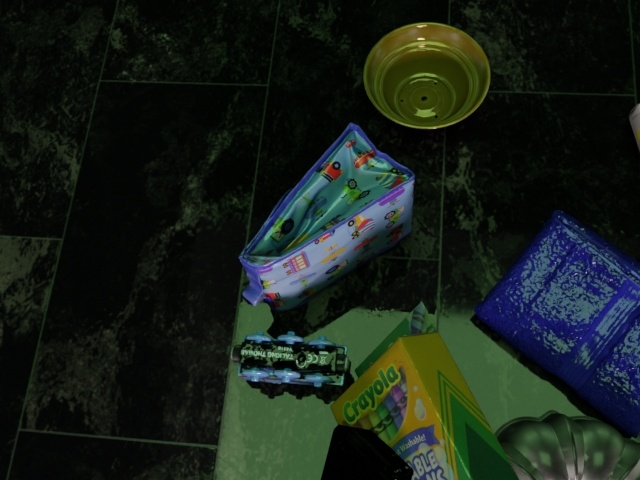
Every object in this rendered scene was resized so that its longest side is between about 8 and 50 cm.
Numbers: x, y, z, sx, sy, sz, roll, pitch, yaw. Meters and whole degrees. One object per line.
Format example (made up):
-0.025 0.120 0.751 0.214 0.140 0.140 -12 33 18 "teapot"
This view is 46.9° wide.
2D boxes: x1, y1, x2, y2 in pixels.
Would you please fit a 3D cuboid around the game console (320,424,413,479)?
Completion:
0.115 0.412 0.944 0.044 0.213 0.361 -5 26 -38 "game console"

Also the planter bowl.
0.186 -0.272 1.310 0.217 0.090 0.217 -2 68 4 "planter bowl"

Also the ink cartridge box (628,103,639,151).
0.702 -0.106 1.203 0.304 0.072 0.307 -11 79 1 "ink cartridge box"

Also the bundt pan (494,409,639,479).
0.349 0.392 1.019 0.331 0.124 0.330 -2 68 6 "bundt pan"

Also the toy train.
-0.045 0.187 1.146 0.184 0.105 0.080 3 73 8 "toy train"

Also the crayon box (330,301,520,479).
0.131 0.274 1.022 0.083 0.203 0.322 -1 52 -36 "crayon box"

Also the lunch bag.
0.000 0.000 1.153 0.293 0.221 0.138 -43 70 -11 "lunch bag"

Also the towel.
0.420 0.117 1.121 0.308 0.076 0.227 38 88 21 "towel"
